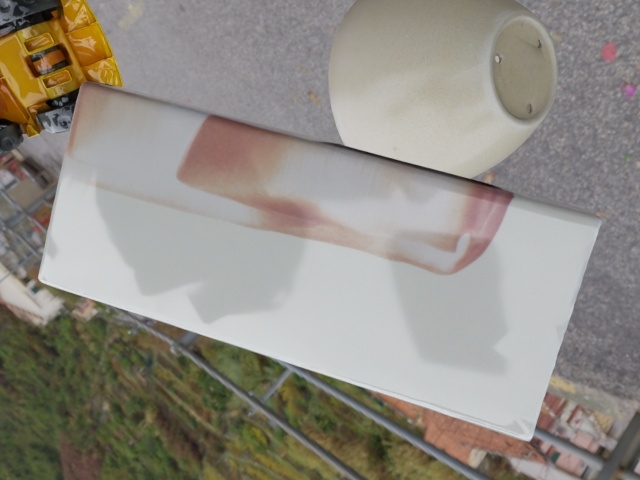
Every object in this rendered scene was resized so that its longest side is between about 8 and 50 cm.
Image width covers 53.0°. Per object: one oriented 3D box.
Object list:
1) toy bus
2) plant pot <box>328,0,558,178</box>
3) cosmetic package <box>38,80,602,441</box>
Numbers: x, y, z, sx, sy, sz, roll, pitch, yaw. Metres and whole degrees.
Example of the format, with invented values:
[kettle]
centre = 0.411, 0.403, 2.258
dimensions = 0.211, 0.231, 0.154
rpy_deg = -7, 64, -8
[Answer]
[toy bus]
centre = -0.359, -0.199, 0.753
dimensions = 0.211, 0.220, 0.149
rpy_deg = 41, 154, 62
[plant pot]
centre = 0.179, -0.203, 0.810
dimensions = 0.191, 0.284, 0.284
rpy_deg = 6, 136, 54
[cosmetic package]
centre = 0.000, 0.000, 0.417
dimensions = 0.296, 0.129, 0.153
rpy_deg = 17, -172, 8
